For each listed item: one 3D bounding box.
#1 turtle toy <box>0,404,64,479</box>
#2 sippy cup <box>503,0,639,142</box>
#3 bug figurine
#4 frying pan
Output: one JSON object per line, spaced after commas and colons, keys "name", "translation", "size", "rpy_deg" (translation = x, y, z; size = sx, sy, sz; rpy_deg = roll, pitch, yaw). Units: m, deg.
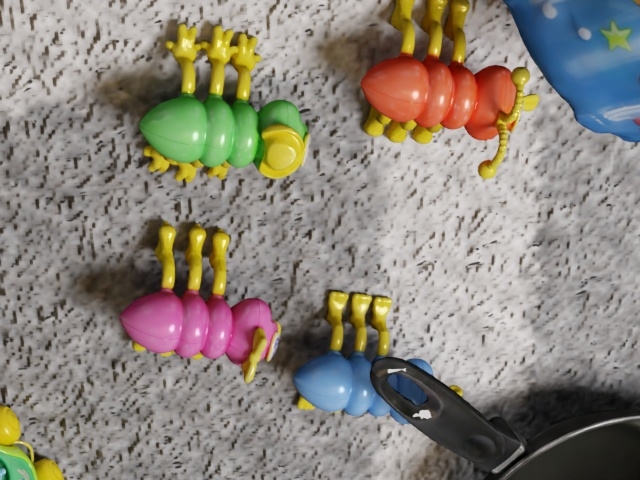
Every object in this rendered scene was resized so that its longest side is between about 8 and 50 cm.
{"name": "turtle toy", "translation": [-0.201, 0.166, 0.830], "size": [0.095, 0.066, 0.130], "rpy_deg": [-28, 121, 6]}
{"name": "sippy cup", "translation": [0.207, -0.151, 0.624], "size": [0.224, 0.240, 0.305], "rpy_deg": [-19, 137, 41]}
{"name": "bug figurine", "translation": [0.000, 0.000, 0.773], "size": [0.216, 0.072, 0.279], "rpy_deg": [4, 119, -13]}
{"name": "frying pan", "translation": [0.120, 0.167, 0.881], "size": [0.326, 0.053, 0.197], "rpy_deg": [16, 117, -28]}
